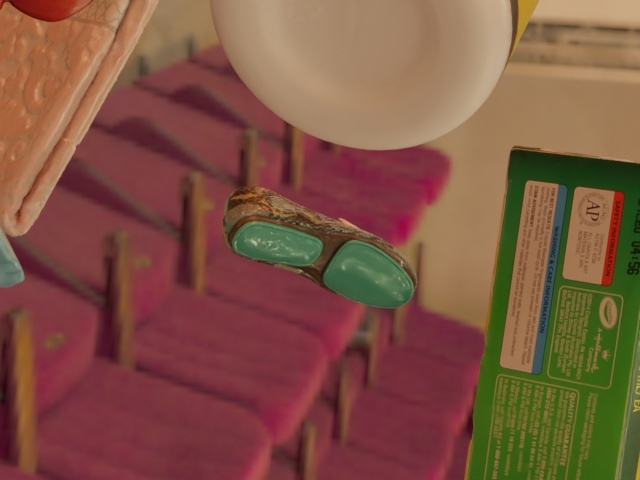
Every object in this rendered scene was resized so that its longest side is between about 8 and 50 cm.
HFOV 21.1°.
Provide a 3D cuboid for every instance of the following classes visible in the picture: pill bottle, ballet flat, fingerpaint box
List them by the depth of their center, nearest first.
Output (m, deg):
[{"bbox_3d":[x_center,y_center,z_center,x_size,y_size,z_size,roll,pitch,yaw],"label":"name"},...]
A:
[{"bbox_3d":[0.037,-0.119,0.618,0.184,0.103,0.103,-61,154,-50],"label":"pill bottle"},{"bbox_3d":[0.000,0.000,1.433,0.188,0.070,0.070,24,64,-32],"label":"ballet flat"},{"bbox_3d":[0.306,0.154,1.638,0.371,0.163,0.445,7,92,-55],"label":"fingerpaint box"}]

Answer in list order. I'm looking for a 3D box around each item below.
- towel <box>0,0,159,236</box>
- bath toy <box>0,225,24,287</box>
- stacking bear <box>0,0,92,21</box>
[{"bbox_3d":[-0.313,-0.179,1.741,0.053,0.332,0.317,33,83,-38],"label":"towel"},{"bbox_3d":[-0.343,0.053,0.955,0.129,0.348,0.151,60,-7,19],"label":"bath toy"},{"bbox_3d":[-0.314,-0.235,1.410,0.164,0.289,0.175,102,-22,-45],"label":"stacking bear"}]
